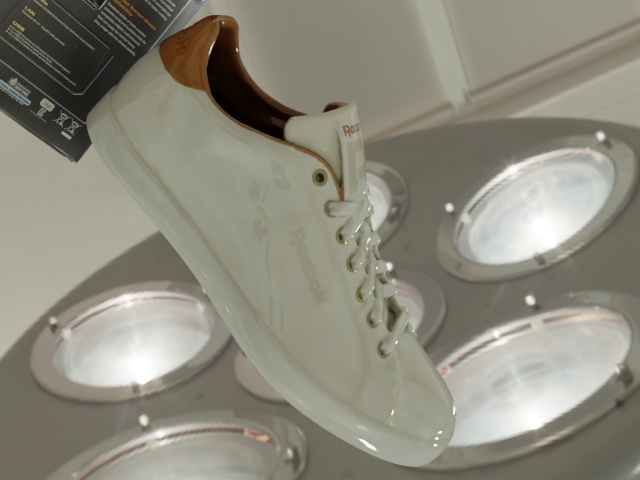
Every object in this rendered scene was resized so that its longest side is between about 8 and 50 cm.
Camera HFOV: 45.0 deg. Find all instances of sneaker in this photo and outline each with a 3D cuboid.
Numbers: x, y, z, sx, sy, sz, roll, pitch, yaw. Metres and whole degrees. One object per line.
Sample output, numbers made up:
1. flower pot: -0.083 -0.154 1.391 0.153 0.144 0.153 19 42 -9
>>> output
1. sneaker: 0.000 0.000 0.437 0.123 0.290 0.106 -39 -174 23

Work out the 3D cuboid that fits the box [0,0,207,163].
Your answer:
1. box: -0.182 -0.184 0.446 0.183 0.231 0.056 -53 -142 -2
